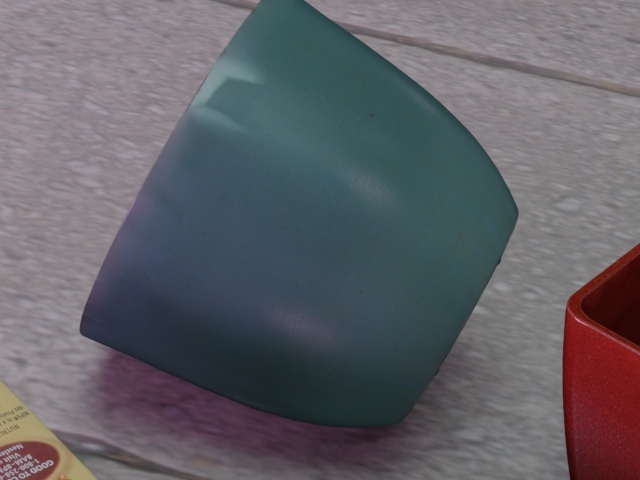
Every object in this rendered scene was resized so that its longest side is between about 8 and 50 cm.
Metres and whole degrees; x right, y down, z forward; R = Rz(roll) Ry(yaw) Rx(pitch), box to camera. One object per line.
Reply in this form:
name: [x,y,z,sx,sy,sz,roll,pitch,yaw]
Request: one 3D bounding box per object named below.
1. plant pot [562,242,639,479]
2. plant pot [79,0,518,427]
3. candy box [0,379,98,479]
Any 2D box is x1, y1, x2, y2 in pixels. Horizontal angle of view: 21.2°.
plant pot: [0.318,0.139,1.145,0.267,0.235,0.267,31,42,27]
plant pot: [0.000,0.000,1.247,0.235,0.293,0.293,30,39,0]
candy box: [-0.174,0.209,1.006,0.087,0.183,0.316,-24,47,-34]
